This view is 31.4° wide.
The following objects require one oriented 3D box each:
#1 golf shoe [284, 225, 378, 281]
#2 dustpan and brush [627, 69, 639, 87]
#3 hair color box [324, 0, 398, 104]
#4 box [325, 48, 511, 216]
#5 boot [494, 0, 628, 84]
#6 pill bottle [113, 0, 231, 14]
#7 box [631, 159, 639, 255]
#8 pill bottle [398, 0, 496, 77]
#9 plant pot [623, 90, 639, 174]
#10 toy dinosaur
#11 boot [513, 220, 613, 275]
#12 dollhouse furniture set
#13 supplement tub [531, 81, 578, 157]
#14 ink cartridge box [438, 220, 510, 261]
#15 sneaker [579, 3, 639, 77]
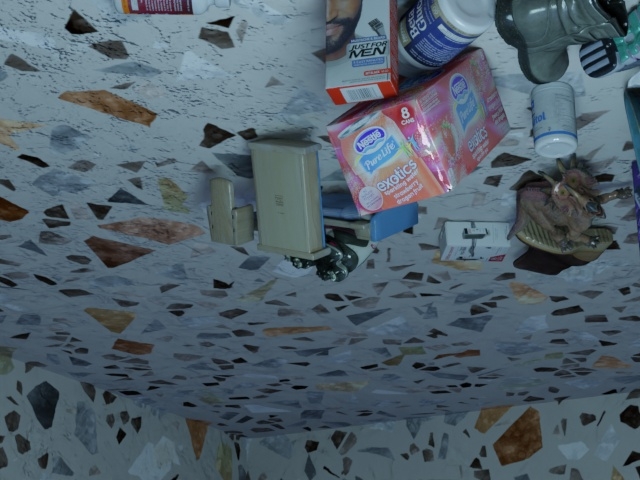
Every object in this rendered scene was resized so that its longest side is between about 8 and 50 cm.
[{"bbox_3d":[0.000,0.000,2.250,0.273,0.120,0.105,28,141,49],"label":"golf shoe"},{"bbox_3d":[0.571,-0.276,1.674,0.147,0.060,0.211,-11,-178,-37],"label":"dustpan and brush"},{"bbox_3d":[0.057,-0.275,1.559,0.093,0.167,0.053,-6,157,15],"label":"hair color box"},{"bbox_3d":[0.152,-0.164,1.664,0.154,0.142,0.300,-14,-165,31],"label":"box"},{"bbox_3d":[0.353,-0.285,1.589,0.161,0.083,0.246,1,167,28],"label":"boot"},{"bbox_3d":[-0.195,-0.342,1.508,0.152,0.086,0.086,1,158,0],"label":"pill bottle"},{"bbox_3d":[0.657,-0.050,2.050,0.153,0.207,0.108,-14,154,31],"label":"box"},{"bbox_3d":[0.163,-0.297,1.601,0.094,0.094,0.169,12,155,-25],"label":"pill bottle"},{"bbox_3d":[0.681,-0.114,1.781,0.334,0.341,0.341,-15,155,12],"label":"plant pot"},{"bbox_3d":[0.440,-0.073,2.128,0.200,0.127,0.295,27,159,-35],"label":"toy dinosaur"},{"bbox_3d":[0.464,0.022,2.384,0.248,0.090,0.207,8,155,-26],"label":"boot"},{"bbox_3d":[-0.008,-0.111,2.107,0.286,0.198,0.303,10,-160,40],"label":"dollhouse furniture set"},{"bbox_3d":[0.376,-0.193,1.835,0.071,0.107,0.071,0,157,0],"label":"supplement tub"},{"bbox_3d":[0.322,0.003,2.386,0.135,0.056,0.099,1,159,-2],"label":"ink cartridge box"},{"bbox_3d":[0.485,-0.302,1.642,0.098,0.083,0.223,-11,174,-45],"label":"sneaker"}]
